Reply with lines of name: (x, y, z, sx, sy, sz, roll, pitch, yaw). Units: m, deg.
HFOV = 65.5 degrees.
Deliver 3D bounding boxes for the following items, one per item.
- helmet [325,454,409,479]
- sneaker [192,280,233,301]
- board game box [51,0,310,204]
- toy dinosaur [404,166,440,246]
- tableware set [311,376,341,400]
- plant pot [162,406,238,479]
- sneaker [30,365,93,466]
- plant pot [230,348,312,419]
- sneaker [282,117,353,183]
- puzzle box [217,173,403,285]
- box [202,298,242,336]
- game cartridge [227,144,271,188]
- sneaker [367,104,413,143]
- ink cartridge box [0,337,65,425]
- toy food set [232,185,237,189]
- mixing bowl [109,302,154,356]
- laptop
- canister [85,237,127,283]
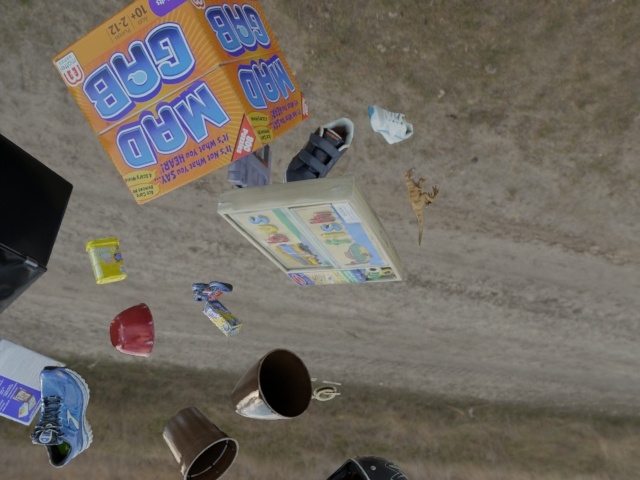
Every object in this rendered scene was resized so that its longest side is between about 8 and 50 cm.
helmet: (0.085, 0.451, 0.840, 0.161, 0.169, 0.169, -41, 139, -6)
sneaker: (-0.460, 0.223, 2.136, 0.221, 0.087, 0.083, -9, 167, 35)
board game box: (-0.297, -0.357, 1.179, 0.356, 0.356, 0.356, -20, 107, 24)
toy dinosaur: (0.275, -0.101, 1.378, 0.112, 0.211, 0.064, -22, -167, -25)
tableware set: (-0.027, 0.559, 1.834, 0.194, 0.039, 0.128, 17, 127, -25)
plant pot: (-0.341, 0.560, 1.373, 0.167, 0.165, 0.167, -28, 135, -32)
sneaker: (-0.770, 0.524, 1.475, 0.130, 0.147, 0.330, -1, 108, 7)
plant pot: (-0.181, 0.487, 1.606, 0.215, 0.215, 0.230, 27, 136, -33)
sneaker: (-0.004, -0.269, 1.553, 0.126, 0.321, 0.127, 35, 151, -5)
puzzle box: (0.000, 0.000, 1.057, 0.272, 0.052, 0.409, -4, 154, 21)
box: (-0.395, 0.307, 1.994, 0.059, 0.169, 0.054, -8, 129, -54)
game cartridge: (-0.252, -0.284, 1.847, 0.068, 0.230, 0.355, 6, 173, 11)
sneaker: (0.229, -0.394, 1.645, 0.092, 0.087, 0.229, -13, 165, 30)
ink cartridge box: (-0.963, 0.445, 1.576, 0.208, 0.206, 0.045, 30, 154, -15)
toy food set: (-0.329, -0.165, 1.976, 0.019, 0.078, 0.122, -9, 125, -4)
mixing bowl: (-0.623, 0.298, 1.622, 0.098, 0.181, 0.181, -2, 151, -41)
laptop: (-0.844, -0.041, 1.137, 0.408, 0.236, 0.382, -44, 138, -1)
canister: (-0.871, 0.083, 2.030, 0.126, 0.170, 0.073, -11, 162, -38)
